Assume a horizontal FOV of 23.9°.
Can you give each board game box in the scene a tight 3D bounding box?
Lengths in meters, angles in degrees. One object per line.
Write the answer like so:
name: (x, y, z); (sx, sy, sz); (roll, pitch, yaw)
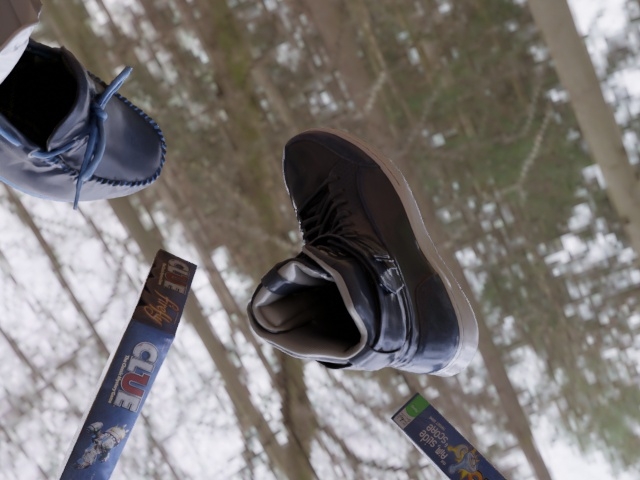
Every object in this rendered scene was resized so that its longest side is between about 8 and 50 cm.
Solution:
board game box: (0.153, 0.225, 1.268); (0.035, 0.136, 0.201); (-43, -130, -4)
board game box: (-0.186, 0.146, 1.377); (0.165, 0.042, 0.243); (-83, -162, -69)

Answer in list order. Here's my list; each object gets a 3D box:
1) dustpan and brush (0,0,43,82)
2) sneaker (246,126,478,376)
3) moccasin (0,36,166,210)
dustpan and brush: (-0.254, -0.107, 0.918); (0.060, 0.211, 0.147); (-1, -132, -40)
sneaker: (0.001, -0.001, 1.069); (0.086, 0.163, 0.226); (-51, -123, 28)
moccasin: (-0.249, -0.109, 1.331); (0.117, 0.342, 0.137); (-11, -106, 36)
